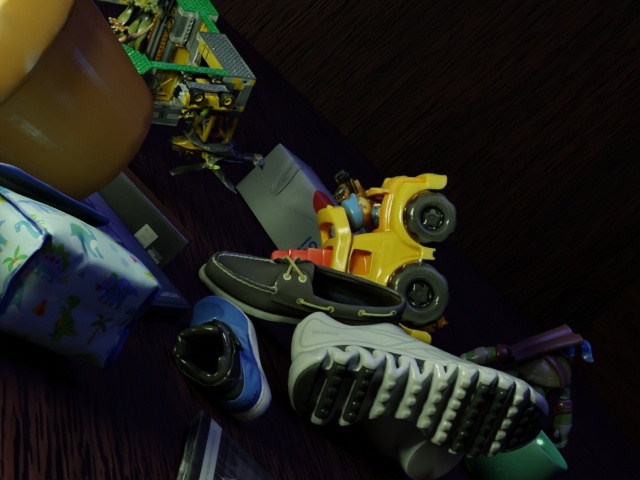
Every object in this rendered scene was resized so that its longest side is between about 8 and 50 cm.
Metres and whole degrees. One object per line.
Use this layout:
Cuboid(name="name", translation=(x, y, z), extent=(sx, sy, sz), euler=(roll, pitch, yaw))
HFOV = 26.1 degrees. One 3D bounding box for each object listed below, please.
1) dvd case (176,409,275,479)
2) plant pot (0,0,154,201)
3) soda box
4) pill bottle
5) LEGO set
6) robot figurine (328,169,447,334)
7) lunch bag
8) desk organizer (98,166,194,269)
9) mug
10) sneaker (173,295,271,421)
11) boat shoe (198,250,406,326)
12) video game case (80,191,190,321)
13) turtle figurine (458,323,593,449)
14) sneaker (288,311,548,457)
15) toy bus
Cuboid(name="dvd case", translation=(-0.025, 0.238, 1.050), extent=(0.221, 0.018, 0.164), euler=(46, 10, -11))
Cuboid(name="plant pot", translation=(-0.238, -0.131, 1.082), extent=(0.188, 0.205, 0.205), euler=(44, 9, -40))
Cuboid(name="soda box", translation=(-0.004, -0.004, 1.942), extent=(0.091, 0.098, 0.286), euler=(35, 15, -51))
Cuboid(name="pill bottle", translation=(0.088, 0.179, 1.550), extent=(0.103, 0.103, 0.184), euler=(38, 13, -45))
Cuboid(name="LEGO set", translation=(-0.227, -0.182, 1.612), extent=(0.255, 0.192, 0.331), euler=(-4, 40, -39))
Cuboid(name="robot figurine", translation=(0.097, 0.021, 2.219), extent=(0.291, 0.085, 0.211), euler=(49, 15, -33))
Cuboid(name="lunch bag", translation=(-0.207, 0.008, 0.986), extent=(0.151, 0.096, 0.129), euler=(36, 2, 40))
Cuboid(name="desk organizer", translation=(-0.187, -0.032, 1.371), extent=(0.130, 0.047, 0.050), euler=(47, 7, 0))
Cuboid(name="mug", translation=(0.247, 0.281, 1.867), extent=(0.158, 0.097, 0.129), euler=(52, 11, 31))
Cuboid(name="sneaker", translation=(-0.097, 0.087, 1.234), extent=(0.084, 0.058, 0.152), euler=(50, 11, -43))
Cuboid(name="boat shoe", translation=(-0.018, 0.052, 1.501), extent=(0.228, 0.068, 0.081), euler=(20, 30, -16))
Cuboid(name="video game case", translation=(-0.240, -0.039, 1.230), extent=(0.274, 0.026, 0.196), euler=(50, 9, 15))
Cuboid(name="turtle figurine", translation=(0.293, 0.261, 2.166), extent=(0.266, 0.275, 0.197), euler=(-23, 92, -60))
Cuboid(name="sneaker", translation=(0.104, 0.143, 1.439), extent=(0.292, 0.110, 0.118), euler=(17, 28, -17))
Cuboid(name="toy bus", translation=(0.047, 0.018, 1.695), extent=(0.211, 0.220, 0.149), euler=(9, -8, -9))
